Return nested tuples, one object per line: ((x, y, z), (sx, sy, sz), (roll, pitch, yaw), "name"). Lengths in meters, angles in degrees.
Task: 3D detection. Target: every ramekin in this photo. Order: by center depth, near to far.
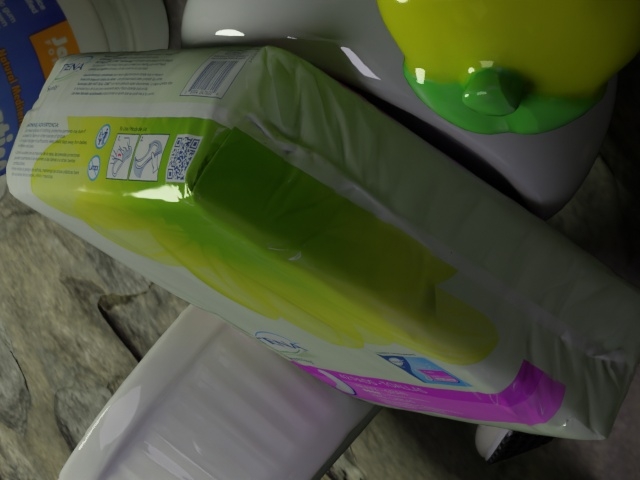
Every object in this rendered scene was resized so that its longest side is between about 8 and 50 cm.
((-0.041, 0.109, 1.299), (0.127, 0.273, 0.273), (40, 143, 6), "ramekin")

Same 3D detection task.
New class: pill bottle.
((-0.242, -0.119, 1.358), (0.152, 0.272, 0.152), (32, 138, 35), "pill bottle")

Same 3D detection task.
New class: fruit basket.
((0.119, -0.234, 0.793), (0.392, 0.283, 0.392), (21, 117, 49), "fruit basket")

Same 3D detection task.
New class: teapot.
((0.057, -0.133, 1.054), (0.256, 0.187, 0.252), (20, 168, 18), "teapot")

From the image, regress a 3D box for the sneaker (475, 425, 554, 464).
((0.129, 0.076, 1.239), (0.075, 0.057, 0.161), (61, 152, 29), "sneaker")

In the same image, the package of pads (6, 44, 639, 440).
((0.000, 0.000, 1.051), (0.296, 0.101, 0.229), (33, 165, -31), "package of pads")
